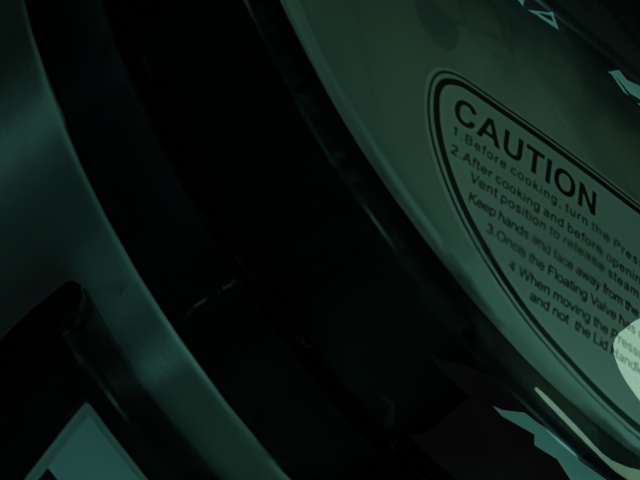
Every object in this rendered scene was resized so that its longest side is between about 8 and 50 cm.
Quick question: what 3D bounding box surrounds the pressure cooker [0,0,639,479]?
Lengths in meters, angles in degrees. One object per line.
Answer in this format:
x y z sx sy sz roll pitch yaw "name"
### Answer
-0.001 -0.005 0.605 0.420 0.375 0.370 -34 166 33 "pressure cooker"
